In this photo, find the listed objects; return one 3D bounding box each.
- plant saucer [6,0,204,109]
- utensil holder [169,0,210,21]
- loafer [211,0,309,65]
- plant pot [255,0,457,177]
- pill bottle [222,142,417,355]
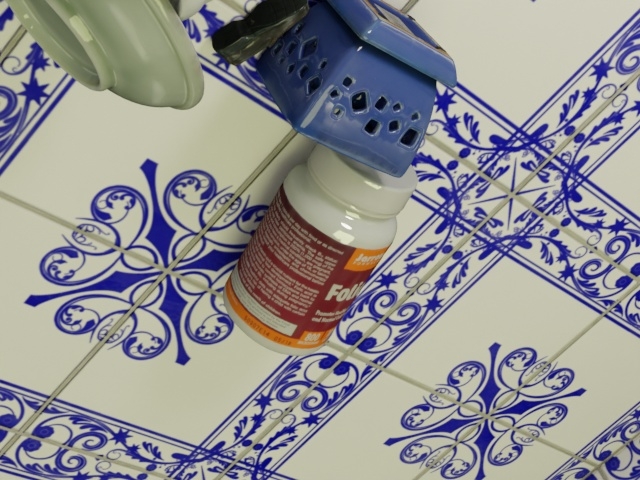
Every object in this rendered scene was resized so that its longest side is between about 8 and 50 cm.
[{"bbox_3d":[-0.324,-0.308,1.433,0.100,0.400,0.400,-45,136,-16],"label":"plant saucer"},{"bbox_3d":[-0.092,-0.506,1.359,0.385,0.327,0.328,-31,136,-16],"label":"utensil holder"},{"bbox_3d":[-0.090,-0.340,1.739,0.170,0.062,0.061,-24,145,12],"label":"loafer"},{"bbox_3d":[0.066,-0.272,1.741,0.236,0.236,0.212,22,113,-34],"label":"plant pot"},{"bbox_3d":[0.000,0.000,1.955,0.224,0.224,0.392,13,125,-30],"label":"pill bottle"}]
